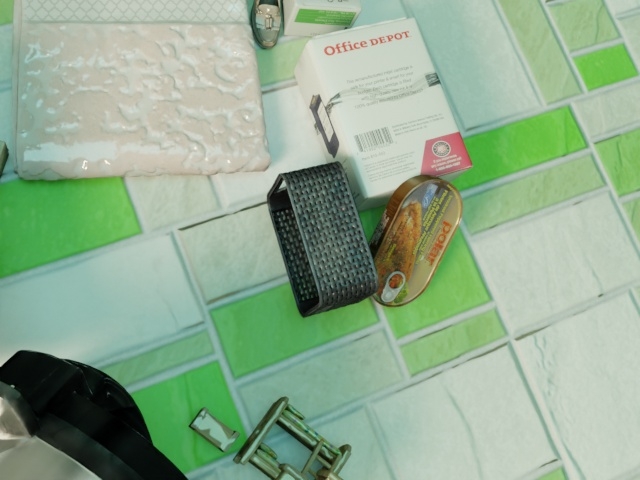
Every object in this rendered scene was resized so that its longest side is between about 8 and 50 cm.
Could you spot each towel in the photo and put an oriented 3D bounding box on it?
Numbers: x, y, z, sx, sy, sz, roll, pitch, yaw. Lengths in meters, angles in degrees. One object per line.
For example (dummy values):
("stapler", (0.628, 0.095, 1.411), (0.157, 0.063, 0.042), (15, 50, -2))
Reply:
("towel", (-0.246, -0.238, 1.045), (0.332, 0.053, 0.316), (-3, 77, -15))

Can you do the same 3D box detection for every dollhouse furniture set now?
("dollhouse furniture set", (-0.048, 0.234, 0.913), (0.182, 0.161, 0.101), (38, 70, -3))

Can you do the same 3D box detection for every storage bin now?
("storage bin", (0.000, 0.000, 1.008), (0.084, 0.122, 0.180), (-15, 80, -18))

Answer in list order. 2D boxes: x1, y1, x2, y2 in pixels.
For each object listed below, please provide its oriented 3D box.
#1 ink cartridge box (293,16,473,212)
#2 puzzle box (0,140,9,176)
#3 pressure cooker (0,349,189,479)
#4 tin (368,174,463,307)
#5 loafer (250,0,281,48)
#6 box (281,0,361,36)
("ink cartridge box", (0.085, -0.178, 1.089), (0.172, 0.100, 0.237), (-17, 82, -18))
("puzzle box", (-0.565, 0.031, 0.890), (0.272, 0.052, 0.408), (17, 72, -10))
("pressure cooker", (-0.290, 0.323, 0.690), (0.375, 0.370, 0.420), (44, 43, -6))
("tin", (0.122, 0.001, 1.037), (0.106, 0.040, 0.189), (20, 102, -28))
("loafer", (-0.078, -0.346, 1.123), (0.045, 0.039, 0.125), (4, 75, -15))
("box", (-0.002, -0.363, 1.122), (0.101, 0.087, 0.102), (-1, 77, -15))
